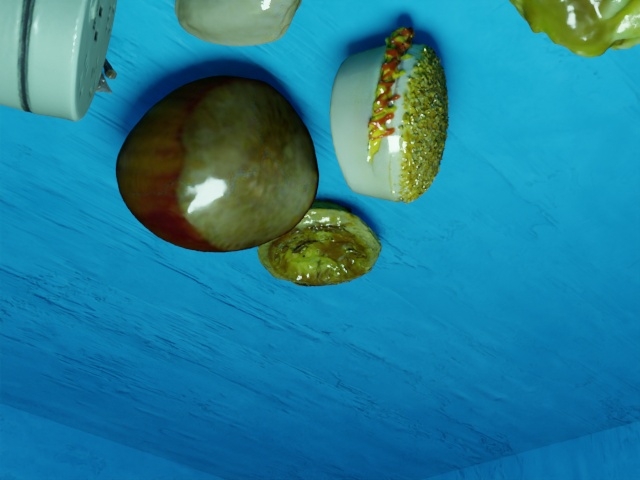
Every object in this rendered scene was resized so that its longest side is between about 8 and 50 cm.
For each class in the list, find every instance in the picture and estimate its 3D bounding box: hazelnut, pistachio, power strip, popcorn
[{"bbox_3d":[-0.184,-0.135,1.522,0.366,0.366,0.366,2,145,1],"label":"hazelnut"},{"bbox_3d":[-0.124,-0.381,1.328,0.223,0.126,0.152,-11,109,27],"label":"pistachio"},{"bbox_3d":[-0.392,-0.350,1.218,0.161,0.357,0.357,11,145,-10],"label":"power strip"},{"bbox_3d":[0.368,-0.414,1.121,0.335,0.274,0.279,52,170,-4],"label":"popcorn"}]

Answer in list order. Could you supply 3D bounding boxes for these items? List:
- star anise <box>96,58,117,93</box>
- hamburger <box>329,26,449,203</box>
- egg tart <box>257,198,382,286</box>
[{"bbox_3d":[-0.449,-0.306,1.453,0.231,0.089,0.209,7,-177,3],"label":"star anise"},{"bbox_3d":[0.132,-0.202,1.433,0.179,0.276,0.294,3,152,20],"label":"hamburger"},{"bbox_3d":[0.000,0.000,1.876,0.290,0.115,0.290,0,147,0],"label":"egg tart"}]
